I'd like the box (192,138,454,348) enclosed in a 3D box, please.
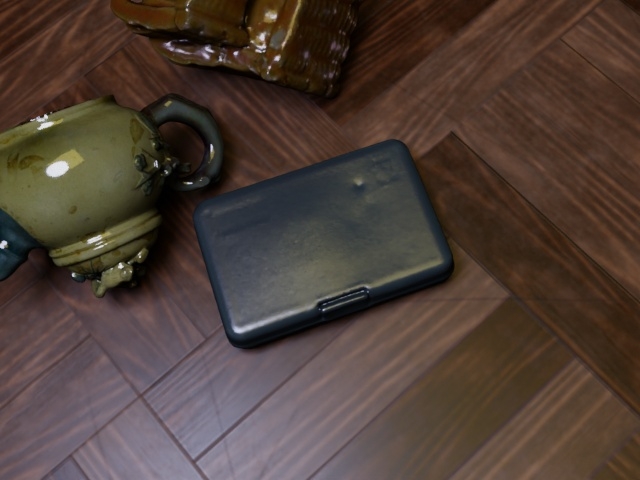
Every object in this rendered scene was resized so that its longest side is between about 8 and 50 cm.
[{"bbox_3d":[0.000,0.000,0.805,0.230,0.050,0.160,-18,68,-3],"label":"box"}]

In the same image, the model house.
[{"bbox_3d":[-0.076,-0.255,0.828,0.219,0.199,0.229,-32,74,16],"label":"model house"}]

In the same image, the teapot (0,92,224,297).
[{"bbox_3d":[-0.209,-0.041,0.794,0.269,0.173,0.182,-25,102,-24],"label":"teapot"}]
